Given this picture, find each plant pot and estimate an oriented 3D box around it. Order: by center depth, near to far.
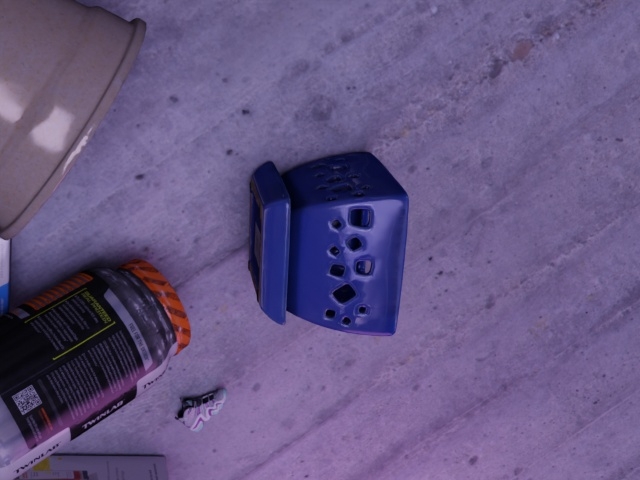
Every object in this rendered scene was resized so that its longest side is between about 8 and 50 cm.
[{"bbox_3d":[-0.432,-0.219,0.984,0.305,0.334,0.334,34,98,-26],"label":"plant pot"},{"bbox_3d":[0.000,0.000,1.268,0.212,0.236,0.236,0,112,-11],"label":"plant pot"}]

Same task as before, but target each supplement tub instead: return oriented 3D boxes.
[{"bbox_3d":[-0.371,0.175,1.182,0.338,0.207,0.207,-32,120,-32],"label":"supplement tub"}]

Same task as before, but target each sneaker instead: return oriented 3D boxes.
[{"bbox_3d":[-0.215,0.286,1.416,0.069,0.038,0.098,38,96,-27],"label":"sneaker"}]

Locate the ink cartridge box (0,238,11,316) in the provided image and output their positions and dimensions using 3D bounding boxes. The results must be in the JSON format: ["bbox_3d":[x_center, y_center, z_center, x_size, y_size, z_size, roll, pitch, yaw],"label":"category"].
[{"bbox_3d":[-0.563,0.045,1.186,0.203,0.086,0.148,2,111,-19],"label":"ink cartridge box"}]

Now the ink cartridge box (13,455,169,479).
[{"bbox_3d":[-0.462,0.522,1.364,0.384,0.160,0.279,6,109,-19],"label":"ink cartridge box"}]
